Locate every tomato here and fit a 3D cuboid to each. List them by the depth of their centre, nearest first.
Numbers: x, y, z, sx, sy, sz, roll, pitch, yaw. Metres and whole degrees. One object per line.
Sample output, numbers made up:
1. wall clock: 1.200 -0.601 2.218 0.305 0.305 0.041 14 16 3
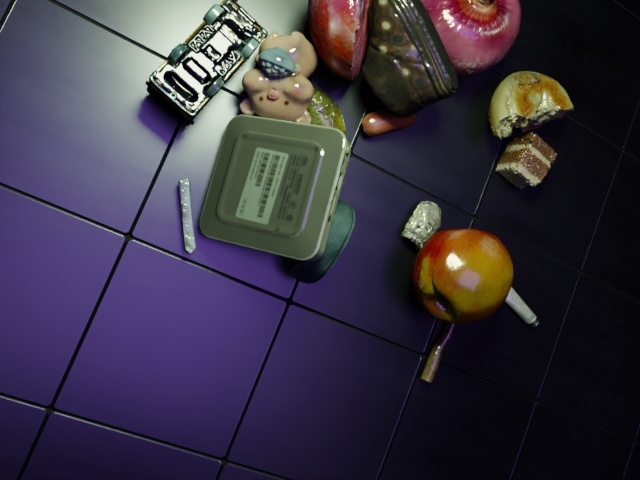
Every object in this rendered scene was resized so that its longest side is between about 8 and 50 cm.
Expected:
1. tomato: 0.045 -0.620 1.611 0.177 0.335 0.289 9 85 5

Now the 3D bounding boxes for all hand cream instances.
1. hand cream: 0.686 0.225 1.977 0.067 0.042 0.194 -45 99 -6

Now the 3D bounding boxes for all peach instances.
1. peach: 0.446 0.100 1.764 0.332 0.308 0.307 -39 102 -28

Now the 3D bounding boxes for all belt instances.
1. belt: 0.000 0.000 1.646 0.116 0.206 0.267 27 96 -20

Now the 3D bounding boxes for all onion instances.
1. onion: 0.449 -0.710 1.756 0.359 0.344 0.358 5 54 -8

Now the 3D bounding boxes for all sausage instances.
1. sausage: 0.216 -0.379 1.790 0.194 0.077 0.077 -19 96 -17

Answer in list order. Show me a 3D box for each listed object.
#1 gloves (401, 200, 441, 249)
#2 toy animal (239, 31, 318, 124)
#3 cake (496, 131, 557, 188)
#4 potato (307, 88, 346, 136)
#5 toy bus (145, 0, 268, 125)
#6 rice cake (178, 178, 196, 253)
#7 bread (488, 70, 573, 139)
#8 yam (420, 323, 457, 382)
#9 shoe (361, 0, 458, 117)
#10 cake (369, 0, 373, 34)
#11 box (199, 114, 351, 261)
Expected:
1. gloves: 0.338 -0.050 1.834 0.114 0.070 0.153 36 78 -16
2. toy animal: -0.112 -0.466 1.624 0.210 0.229 0.221 9 43 7
3. cake: 0.692 -0.268 1.928 0.135 0.135 0.147 38 83 -16
4. potato: 0.017 -0.377 1.732 0.120 0.054 0.197 -28 99 -20
5. toy bus: -0.312 -0.478 1.541 0.162 0.194 0.323 41 74 -15
6. rice cake: -0.374 -0.067 1.600 0.034 0.043 0.210 -5 92 -14
7. bread: 0.669 -0.461 1.897 0.314 0.171 0.191 -21 84 -24
8. yam: 0.414 0.314 1.878 0.045 0.045 0.326 24 80 14
9. shoe: 0.221 -0.553 1.658 0.383 0.237 0.171 58 30 -17
10. cake: 0.217 -0.640 1.776 0.100 0.099 0.235 -12 95 -17
11. box: -0.126 -0.148 1.558 0.374 0.090 0.366 12 85 21
